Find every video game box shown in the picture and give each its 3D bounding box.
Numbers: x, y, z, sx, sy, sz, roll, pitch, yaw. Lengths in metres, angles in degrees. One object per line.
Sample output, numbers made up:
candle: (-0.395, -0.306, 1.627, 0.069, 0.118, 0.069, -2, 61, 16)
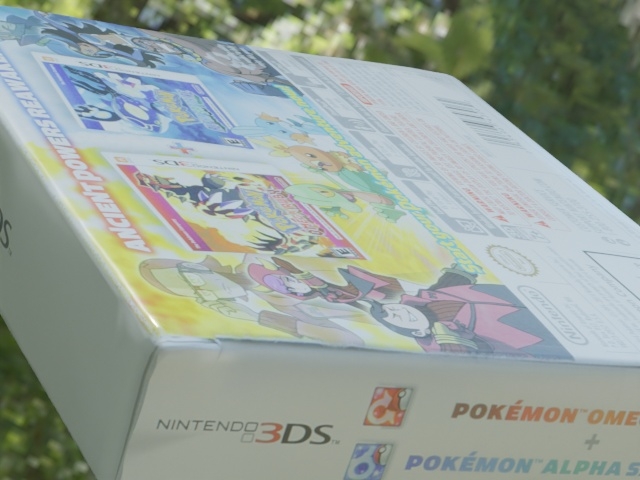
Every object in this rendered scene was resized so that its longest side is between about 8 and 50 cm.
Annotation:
video game box: (0.000, 0.000, 0.505, 0.187, 0.048, 0.205, 8, 22, -30)
